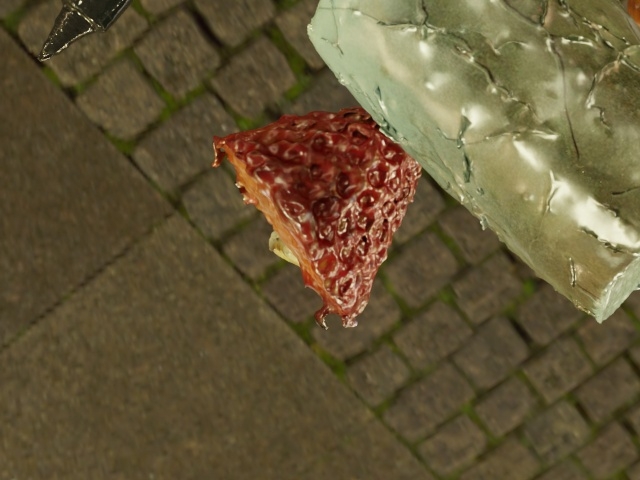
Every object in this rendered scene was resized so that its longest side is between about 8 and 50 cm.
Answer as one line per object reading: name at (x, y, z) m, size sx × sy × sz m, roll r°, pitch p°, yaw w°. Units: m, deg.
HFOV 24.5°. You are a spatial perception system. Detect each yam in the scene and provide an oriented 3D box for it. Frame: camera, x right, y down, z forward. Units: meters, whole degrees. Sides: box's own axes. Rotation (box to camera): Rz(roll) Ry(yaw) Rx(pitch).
yam at (0.181, -0.119, 1.232) m, size 0.241 × 0.348 × 0.241 m, roll -38°, pitch 165°, yaw -13°

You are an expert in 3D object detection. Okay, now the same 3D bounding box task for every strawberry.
strawberry at (0.023, -0.042, 1.448) m, size 0.178 × 0.234 × 0.234 m, roll -34°, pitch 122°, yaw -5°

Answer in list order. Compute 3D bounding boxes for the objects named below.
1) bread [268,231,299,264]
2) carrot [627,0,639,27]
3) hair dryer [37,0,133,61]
bread at (-0.001, 0.001, 1.858) m, size 0.106 × 0.125 × 0.082 m, roll 27°, pitch 85°, yaw -13°
carrot at (0.475, -0.273, 1.929) m, size 0.069 × 0.336 × 0.069 m, roll -6°, pitch 118°, yaw -11°
hair dryer at (-0.136, -0.286, 1.400) m, size 0.189 × 0.107 × 0.352 m, roll 42°, pitch 79°, yaw -18°
